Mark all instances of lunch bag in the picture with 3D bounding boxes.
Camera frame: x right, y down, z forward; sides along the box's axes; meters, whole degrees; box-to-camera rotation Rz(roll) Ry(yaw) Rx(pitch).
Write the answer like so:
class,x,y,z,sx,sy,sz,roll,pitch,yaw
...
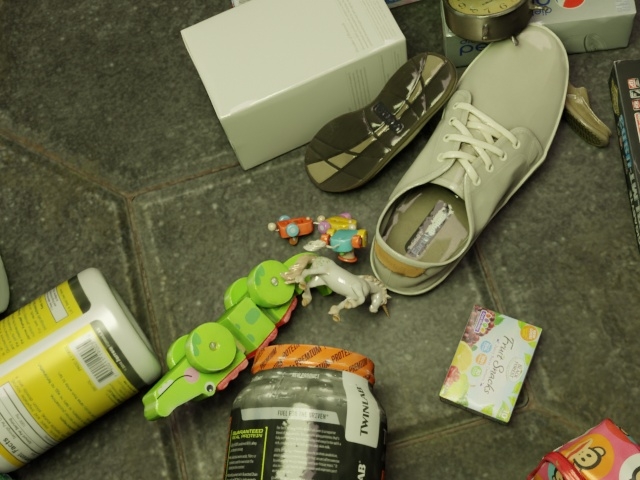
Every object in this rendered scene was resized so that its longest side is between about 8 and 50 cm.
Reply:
class,x,y,z,sx,sy,sz,roll,pitch,yaw
lunch bag,0.354,0.354,1.116,0.120,0.293,0.258,-31,67,-9

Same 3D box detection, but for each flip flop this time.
class,x,y,z,sx,sy,sz,roll,pitch,yaw
flip flop,0.095,-0.171,1.454,0.277,0.080,0.112,-42,71,14

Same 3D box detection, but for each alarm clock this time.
class,x,y,z,sx,sy,sz,roll,pitch,yaw
alarm clock,0.237,-0.356,1.421,0.129,0.064,0.192,-26,50,-7

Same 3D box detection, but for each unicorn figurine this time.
class,x,y,z,sx,sy,sz,roll,pitch,yaw
unicorn figurine,0.032,0.067,1.341,0.162,0.060,0.111,41,38,0

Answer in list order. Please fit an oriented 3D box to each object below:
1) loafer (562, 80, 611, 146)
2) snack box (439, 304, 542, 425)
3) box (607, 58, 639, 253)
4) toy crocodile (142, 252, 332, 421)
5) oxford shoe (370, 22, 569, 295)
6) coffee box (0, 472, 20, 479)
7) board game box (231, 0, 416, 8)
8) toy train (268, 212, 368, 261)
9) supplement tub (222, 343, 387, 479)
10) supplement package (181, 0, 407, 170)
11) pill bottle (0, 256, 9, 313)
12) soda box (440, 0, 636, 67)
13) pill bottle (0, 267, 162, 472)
class,x,y,z,sx,sy,sz,roll,pitch,yaw
loafer,0.388,-0.202,1.454,0.050,0.056,0.148,-40,69,-1
snack box,0.236,0.172,1.339,0.100,0.037,0.141,20,73,13
box,0.588,-0.135,1.391,0.294,0.073,0.295,-7,68,6
toy crocodile,-0.113,0.129,1.338,0.105,0.115,0.340,48,56,-5
oxford shoe,0.219,-0.121,1.379,0.169,0.130,0.449,32,84,13
coffee box,-0.466,0.422,1.340,0.113,0.040,0.184,35,77,19
board game box,-0.011,-0.507,1.624,0.318,0.066,0.318,-15,67,3
toy train,0.000,0.000,1.411,0.125,0.166,0.046,-11,110,-17
supplement tub,-0.023,0.315,1.229,0.207,0.207,0.337,2,70,9
supplement package,-0.033,-0.268,1.474,0.293,0.177,0.175,-24,68,-2
pill bottle,-0.677,0.092,1.401,0.392,0.224,0.224,-22,67,-1
soda box,0.331,-0.343,1.494,0.287,0.098,0.091,-6,68,5
pill bottle,-0.404,0.197,1.332,0.334,0.188,0.188,-32,68,-8
